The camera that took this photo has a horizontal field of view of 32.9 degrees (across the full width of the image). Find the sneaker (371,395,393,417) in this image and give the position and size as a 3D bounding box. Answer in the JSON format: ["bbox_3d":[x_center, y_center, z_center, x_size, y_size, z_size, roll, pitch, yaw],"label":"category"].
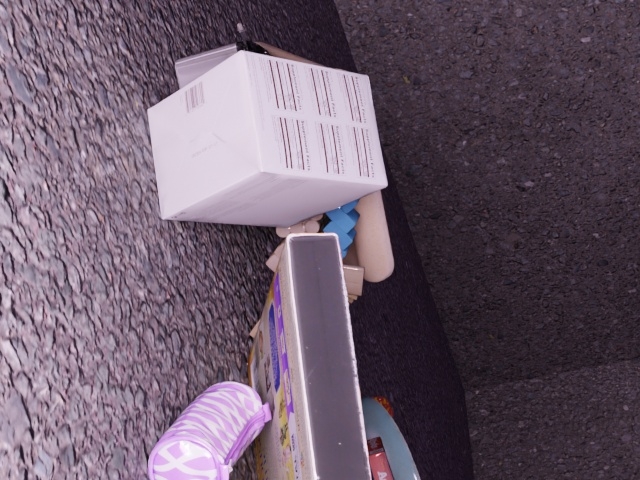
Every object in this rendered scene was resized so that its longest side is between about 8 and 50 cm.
[{"bbox_3d":[0.112,0.393,2.174,0.067,0.064,0.175,95,0,-50],"label":"sneaker"}]

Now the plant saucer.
[{"bbox_3d":[0.086,0.398,1.652,0.317,0.044,0.317,169,-90,-71],"label":"plant saucer"}]

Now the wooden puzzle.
[{"bbox_3d":[0.005,-0.134,1.645,0.348,0.081,0.322,30,-43,58],"label":"wooden puzzle"}]

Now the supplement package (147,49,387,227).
[{"bbox_3d":[-0.065,-0.114,1.310,0.203,0.194,0.149,3,73,-44],"label":"supplement package"}]

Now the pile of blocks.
[{"bbox_3d":[0.000,0.000,1.535,0.112,0.149,0.362,-61,161,-69],"label":"pile of blocks"}]

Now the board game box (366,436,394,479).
[{"bbox_3d":[0.113,0.409,1.443,0.145,0.027,0.281,48,25,-87],"label":"board game box"}]

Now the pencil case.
[{"bbox_3d":[-0.118,0.216,1.171,0.206,0.088,0.086,-55,134,-75],"label":"pencil case"}]

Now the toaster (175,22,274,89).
[{"bbox_3d":[-0.119,-0.197,1.530,0.168,0.110,0.185,-36,113,-79],"label":"toaster"}]

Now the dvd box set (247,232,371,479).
[{"bbox_3d":[-0.023,0.215,1.262,0.420,0.062,0.307,110,-25,-63],"label":"dvd box set"}]
